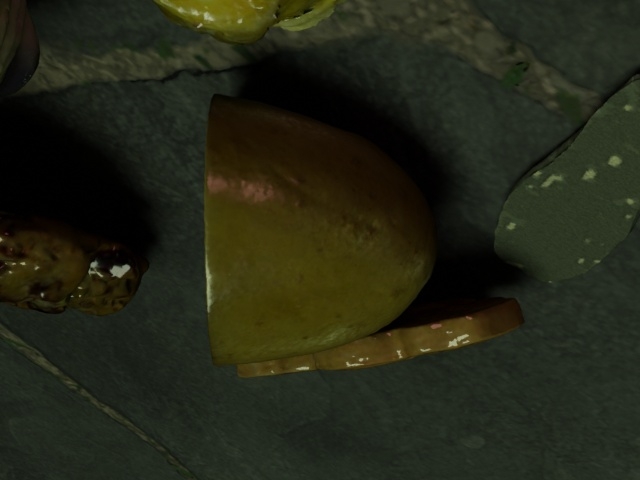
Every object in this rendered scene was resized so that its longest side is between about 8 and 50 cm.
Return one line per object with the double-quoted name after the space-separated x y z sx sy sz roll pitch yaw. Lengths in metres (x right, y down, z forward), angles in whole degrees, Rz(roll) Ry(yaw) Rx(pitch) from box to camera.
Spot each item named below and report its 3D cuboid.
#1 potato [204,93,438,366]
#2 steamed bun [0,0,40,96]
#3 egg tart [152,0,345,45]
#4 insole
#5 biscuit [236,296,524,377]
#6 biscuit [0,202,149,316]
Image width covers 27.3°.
0.000 0.000 0.891 0.158 0.178 0.203 4 132 -3 "potato"
-0.306 -0.121 0.842 0.206 0.275 0.320 31 -173 -30 "steamed bun"
-0.057 -0.178 0.732 0.191 0.074 0.191 19 146 13 "egg tart"
0.174 -0.034 0.833 0.081 0.011 0.248 27 150 -3 "insole"
0.047 0.071 0.982 0.236 0.144 0.040 -8 101 46 "biscuit"
-0.306 0.010 1.077 0.334 0.081 0.289 16 172 -36 "biscuit"
